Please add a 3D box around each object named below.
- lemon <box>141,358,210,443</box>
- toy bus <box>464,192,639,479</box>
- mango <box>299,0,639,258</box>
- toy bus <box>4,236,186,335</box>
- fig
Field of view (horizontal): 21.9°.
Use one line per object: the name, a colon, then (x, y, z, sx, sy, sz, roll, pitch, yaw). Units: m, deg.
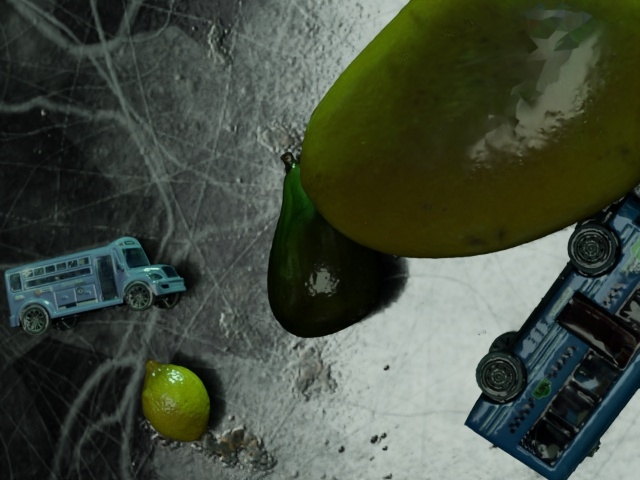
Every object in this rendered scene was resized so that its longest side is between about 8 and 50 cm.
lemon: (-0.141, 0.153, 1.587, 0.065, 0.065, 0.092, -33, 93, 14)
toy bus: (0.237, 0.085, 1.460, 0.134, 0.113, 0.246, 36, 102, 6)
mango: (0.147, -0.120, 1.427, 0.365, 0.182, 0.253, -27, 79, 8)
toy bus: (-0.218, 0.043, 1.597, 0.167, 0.073, 0.076, -13, 87, 15)
fig: (0.000, 0.000, 1.532, 0.117, 0.117, 0.178, -12, 69, 15)
